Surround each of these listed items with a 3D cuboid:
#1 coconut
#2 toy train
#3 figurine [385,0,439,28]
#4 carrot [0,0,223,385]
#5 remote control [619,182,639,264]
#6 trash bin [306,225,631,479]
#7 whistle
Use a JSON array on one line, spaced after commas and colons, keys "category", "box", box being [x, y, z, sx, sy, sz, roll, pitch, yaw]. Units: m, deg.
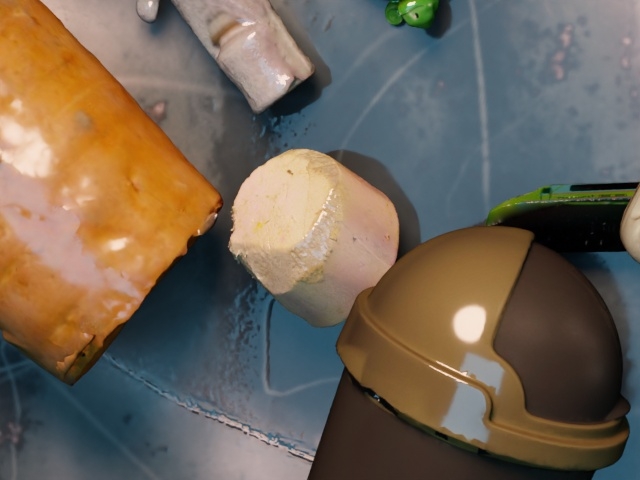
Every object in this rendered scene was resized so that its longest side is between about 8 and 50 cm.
[{"category": "coconut", "box": [0.000, 0.000, 1.171, 0.116, 0.122, 0.116, -20, 53, 29]}, {"category": "toy train", "box": [0.228, -0.020, 1.152, 0.209, 0.042, 0.044, -1, 114, 14]}, {"category": "figurine", "box": [0.041, -0.233, 1.173, 0.095, 0.115, 0.156, -31, 108, -20]}, {"category": "carrot", "box": [-0.247, -0.070, 1.170, 0.341, 0.224, 0.224, 40, 100, 0]}, {"category": "remote control", "box": [0.362, 0.034, 1.100, 0.310, 0.038, 0.090, 23, 114, 2]}, {"category": "trash bin", "box": [0.096, 0.151, 1.106, 0.214, 0.214, 0.333, 21, 101, 11]}, {"category": "whistle", "box": [-0.125, -0.252, 1.187, 0.142, 0.134, 0.346, -36, 94, 9]}]
